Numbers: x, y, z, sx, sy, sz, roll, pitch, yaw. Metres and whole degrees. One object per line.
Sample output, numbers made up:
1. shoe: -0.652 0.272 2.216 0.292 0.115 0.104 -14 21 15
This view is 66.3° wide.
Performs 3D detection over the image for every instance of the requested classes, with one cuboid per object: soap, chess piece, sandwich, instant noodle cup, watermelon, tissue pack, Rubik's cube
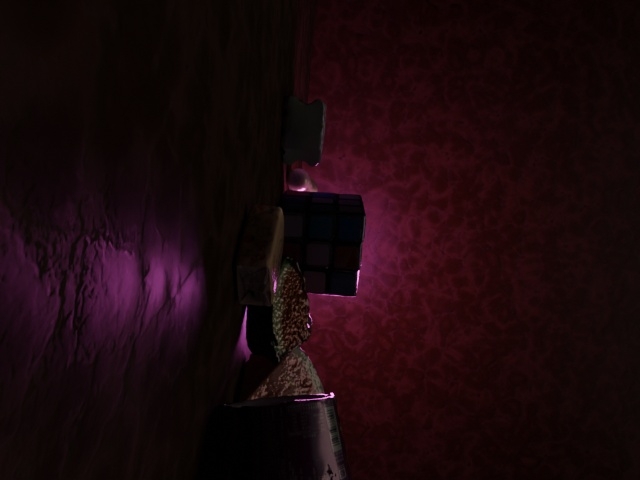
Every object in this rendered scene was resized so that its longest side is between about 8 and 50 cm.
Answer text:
1. soap: -0.060 -0.436 1.965 0.446 0.156 0.261 -87 -178 -76
2. chess piece: -0.094 -0.260 2.270 0.251 0.144 0.144 55 40 -80
3. sandwich: -0.108 0.189 1.342 0.212 0.109 0.292 12 68 -55
4. instant noodle cup: -0.086 0.463 1.007 0.340 0.339 0.266 95 -11 -75
5. watermelon: -0.101 0.433 1.353 0.292 0.250 0.283 -113 -157 -82
6. tissue pack: -0.138 0.033 1.139 0.148 0.092 0.196 94 0 -47
7. Rubik's cube: 0.000 0.000 2.006 0.362 0.363 0.359 -71 163 -73
